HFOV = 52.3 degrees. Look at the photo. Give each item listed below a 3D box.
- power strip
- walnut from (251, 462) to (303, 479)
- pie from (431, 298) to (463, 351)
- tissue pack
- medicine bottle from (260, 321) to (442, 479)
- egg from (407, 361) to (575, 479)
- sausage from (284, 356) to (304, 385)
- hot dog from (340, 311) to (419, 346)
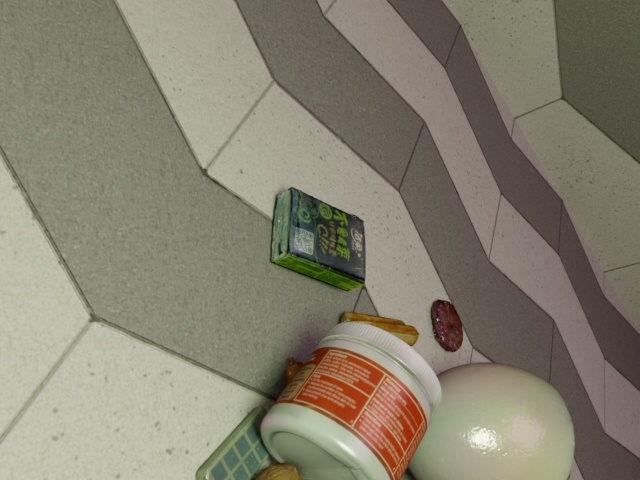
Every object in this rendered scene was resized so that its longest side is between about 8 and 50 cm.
[{"bbox_3d":[-0.136,0.375,1.151,0.080,0.029,0.227,62,36,-10],"label":"power strip"},{"bbox_3d":[-0.079,0.439,1.121,0.105,0.105,0.124,39,88,-35],"label":"walnut"},{"bbox_3d":[0.361,0.242,1.857,0.154,0.036,0.155,27,53,-43],"label":"pie"},{"bbox_3d":[0.000,0.000,1.458,0.235,0.073,0.174,23,57,-38],"label":"tissue pack"},{"bbox_3d":[0.056,0.315,1.164,0.253,0.252,0.241,55,53,-19],"label":"medicine bottle"},{"bbox_3d":[0.338,0.445,1.492,0.339,0.354,0.355,16,58,-23],"label":"egg"},{"bbox_3d":[-0.005,0.397,1.290,0.053,0.053,0.348,-12,83,-54],"label":"sausage"},{"bbox_3d":[0.142,0.221,1.538,0.249,0.102,0.076,15,94,-45],"label":"hot dog"}]
